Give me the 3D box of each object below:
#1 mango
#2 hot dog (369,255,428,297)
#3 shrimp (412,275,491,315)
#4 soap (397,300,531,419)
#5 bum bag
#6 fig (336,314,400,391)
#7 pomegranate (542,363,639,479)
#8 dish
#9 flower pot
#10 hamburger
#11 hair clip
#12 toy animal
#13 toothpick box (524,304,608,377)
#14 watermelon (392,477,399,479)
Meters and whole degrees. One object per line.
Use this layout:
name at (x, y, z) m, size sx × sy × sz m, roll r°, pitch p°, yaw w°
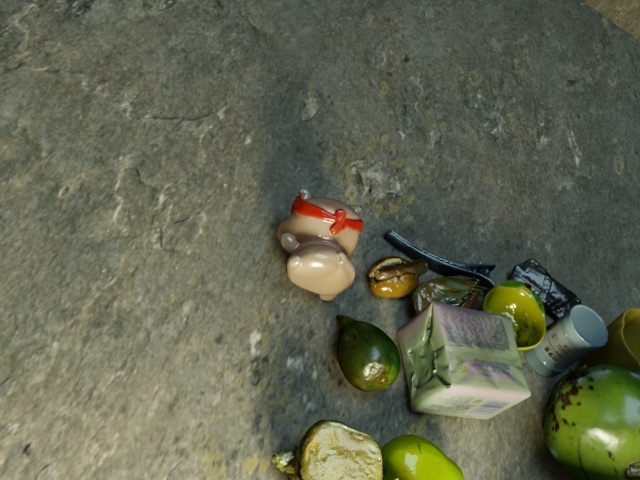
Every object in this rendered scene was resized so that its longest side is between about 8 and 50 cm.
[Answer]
mango at (0.173, 0.405, 1.352) m, size 0.163 × 0.089 × 0.117 m, roll 35°, pitch 46°, yaw -5°
hot dog at (0.162, 0.073, 1.622) m, size 0.140 × 0.060 × 0.089 m, roll 4°, pitch 59°, yaw -34°
shrimp at (0.275, 0.130, 1.649) m, size 0.217 × 0.051 × 0.115 m, roll -11°, pitch 86°, yaw -37°
soap at (0.270, 0.233, 1.510) m, size 0.200 × 0.138 × 0.182 m, roll 12°, pitch 53°, yaw -25°
bum bag at (0.524, 0.121, 1.822) m, size 0.198 × 0.049 × 0.087 m, roll 40°, pitch 69°, yaw 0°
fig at (0.077, 0.192, 1.454) m, size 0.117 × 0.117 × 0.177 m, roll 2°, pitch 46°, yaw -31°
pomegranate at (0.558, 0.350, 1.543) m, size 0.254 × 0.254 × 0.270 m, roll 12°, pitch 40°, yaw -24°
dish at (0.397, 0.175, 1.677) m, size 0.149 × 0.080 × 0.207 m, roll 37°, pitch 47°, yaw 3°
flower pot at (0.667, 0.271, 1.700) m, size 0.195 × 0.179 × 0.195 m, roll 17°, pitch 48°, yaw -20°
hamburger at (0.007, 0.374, 1.253) m, size 0.185 × 0.131 × 0.159 m, roll 23°, pitch 55°, yaw -6°
hair clip at (0.264, 0.042, 1.719) m, size 0.275 × 0.048 × 0.083 m, roll 22°, pitch 52°, yaw -15°
toy animal at (0.000, 0.000, 1.517) m, size 0.171 × 0.171 × 0.197 m, roll 19°, pitch 57°, yaw -19°
toothpick box at (0.519, 0.215, 1.669) m, size 0.101 × 0.153 × 0.101 m, roll 17°, pitch 49°, yaw -20°
watermelon at (0.135, 0.497, 1.255) m, size 0.137 × 0.145 × 0.192 m, roll 10°, pitch 60°, yaw 12°
